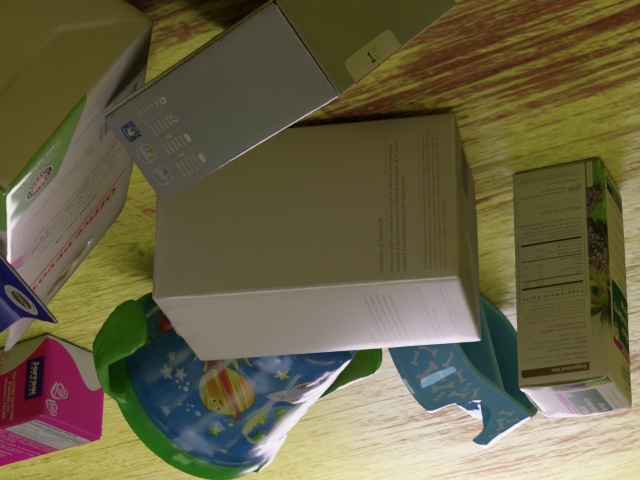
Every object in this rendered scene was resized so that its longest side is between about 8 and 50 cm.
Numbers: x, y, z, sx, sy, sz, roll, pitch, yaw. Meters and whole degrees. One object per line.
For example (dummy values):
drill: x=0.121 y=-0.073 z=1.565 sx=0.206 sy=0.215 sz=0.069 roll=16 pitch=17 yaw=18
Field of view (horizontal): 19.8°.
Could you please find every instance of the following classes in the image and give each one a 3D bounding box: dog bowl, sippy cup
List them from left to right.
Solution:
sippy cup: x=-0.079 y=0.113 z=2.008 sx=0.240 sy=0.305 sz=0.224 roll=50 pitch=131 yaw=1
dog bowl: x=0.165 y=0.129 z=2.099 sx=0.074 sy=0.166 sz=0.297 roll=-24 pitch=148 yaw=19

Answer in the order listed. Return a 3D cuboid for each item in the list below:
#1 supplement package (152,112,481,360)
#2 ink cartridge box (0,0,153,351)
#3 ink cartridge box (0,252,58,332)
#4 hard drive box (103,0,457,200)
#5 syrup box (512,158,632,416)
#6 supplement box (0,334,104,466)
supplement package: x=0.000 y=0.000 z=1.790 sx=0.293 sy=0.175 sz=0.177 roll=-5 pitch=156 yaw=10
ink cartridge box: x=-0.259 y=-0.064 z=1.593 sx=0.119 sy=0.207 sz=0.353 roll=33 pitch=154 yaw=6
ink cartridge box: x=-0.388 y=0.013 z=1.584 sx=0.371 sy=0.069 sz=0.176 roll=3 pitch=138 yaw=49
hard drive box: x=-0.034 y=-0.144 z=1.469 sx=0.232 sy=0.181 sz=0.089 roll=-28 pitch=99 yaw=46
syrup box: x=0.250 y=0.049 z=1.821 sx=0.096 sy=0.237 sz=0.093 roll=-10 pitch=152 yaw=21
supplement box: x=-0.387 y=0.208 z=2.317 sx=0.220 sy=0.111 sz=0.114 roll=-18 pitch=149 yaw=32
